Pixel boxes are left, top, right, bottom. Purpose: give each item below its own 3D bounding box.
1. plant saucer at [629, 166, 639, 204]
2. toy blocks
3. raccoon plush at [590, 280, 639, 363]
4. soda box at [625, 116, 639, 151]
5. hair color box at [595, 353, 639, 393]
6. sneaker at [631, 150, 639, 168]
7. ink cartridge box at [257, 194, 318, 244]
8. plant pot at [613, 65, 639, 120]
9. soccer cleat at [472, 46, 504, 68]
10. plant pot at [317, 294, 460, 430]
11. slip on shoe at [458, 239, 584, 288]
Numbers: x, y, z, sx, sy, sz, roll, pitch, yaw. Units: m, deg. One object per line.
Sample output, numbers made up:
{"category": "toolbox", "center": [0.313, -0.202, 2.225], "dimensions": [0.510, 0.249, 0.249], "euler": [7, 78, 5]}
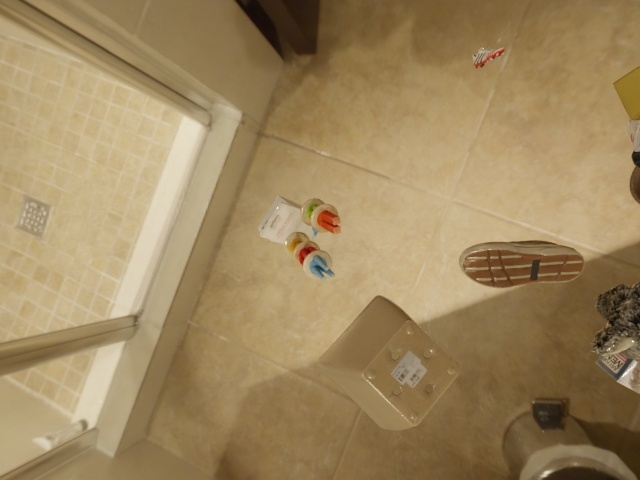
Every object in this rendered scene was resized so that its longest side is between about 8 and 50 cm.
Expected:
{"category": "plant saucer", "center": [0.946, -0.178, 1.221], "dimensions": [0.041, 0.278, 0.278], "euler": [37, 100, -22]}
{"category": "toy blocks", "center": [0.000, 0.000, 0.812], "dimensions": [0.054, 0.148, 0.123], "euler": [23, 98, -29]}
{"category": "raccoon plush", "center": [0.573, 0.010, 0.727], "dimensions": [0.299, 0.216, 0.445], "euler": [-1, 99, 38]}
{"category": "soda box", "center": [0.728, -0.234, 0.927], "dimensions": [0.216, 0.069, 0.073], "euler": [-4, 50, 16]}
{"category": "hair color box", "center": [0.773, 0.177, 1.006], "dimensions": [0.174, 0.105, 0.347], "euler": [28, 102, 0]}
{"category": "sneaker", "center": [0.816, -0.156, 1.137], "dimensions": [0.081, 0.080, 0.211], "euler": [24, 52, -10]}
{"category": "ink cartridge box", "center": [-0.082, -0.045, 1.200], "dimensions": [0.060, 0.180, 0.104], "euler": [41, 102, 37]}
{"category": "plant pot", "center": [0.577, -0.263, 0.817], "dimensions": [0.081, 0.083, 0.081], "euler": [-6, 70, -17]}
{"category": "soccer cleat", "center": [0.341, -0.381, 0.976], "dimensions": [0.029, 0.083, 0.035], "euler": [-18, 94, -19]}
{"category": "plant pot", "center": [0.078, 0.131, 0.497], "dimensions": [0.109, 0.096, 0.109], "euler": [45, 77, -4]}
{"category": "slip on shoe", "center": [0.214, 0.020, 0.522], "dimensions": [0.136, 0.041, 0.051], "euler": [-3, 116, -4]}
